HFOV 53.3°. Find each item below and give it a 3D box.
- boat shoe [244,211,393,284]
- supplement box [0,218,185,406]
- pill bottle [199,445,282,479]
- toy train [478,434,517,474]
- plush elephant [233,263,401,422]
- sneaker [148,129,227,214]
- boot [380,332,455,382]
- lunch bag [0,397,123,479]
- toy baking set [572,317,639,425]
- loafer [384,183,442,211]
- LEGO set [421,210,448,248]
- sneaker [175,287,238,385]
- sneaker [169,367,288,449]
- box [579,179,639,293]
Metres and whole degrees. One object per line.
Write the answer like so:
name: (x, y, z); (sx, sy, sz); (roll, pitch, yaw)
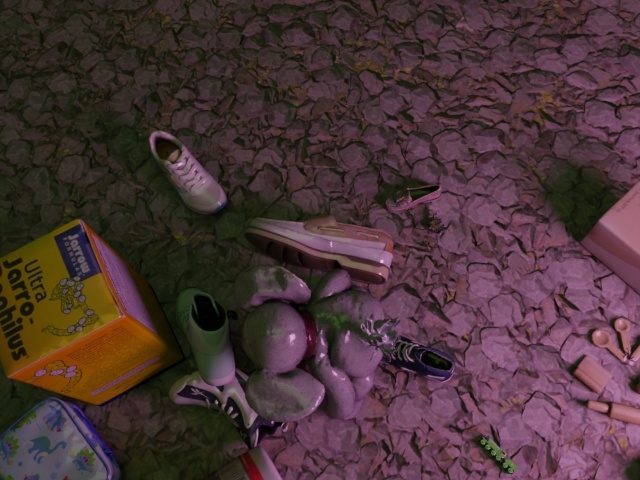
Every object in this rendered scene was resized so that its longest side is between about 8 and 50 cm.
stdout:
boat shoe: (0.000, 0.000, 1.299); (0.302, 0.113, 0.103); (17, 70, -1)
supplement box: (-0.409, 0.146, 1.136); (0.195, 0.356, 0.194); (-29, 69, -7)
pill bottle: (-0.195, 0.499, 1.058); (0.318, 0.176, 0.176); (-28, 69, -15)
toy train: (0.325, 0.391, 1.165); (0.023, 0.017, 0.083); (-37, 70, -20)
plush elephant: (-0.029, 0.172, 1.102); (0.255, 0.330, 0.272); (3, 76, -9)
sneaker: (-0.295, -0.145, 1.381); (0.087, 0.092, 0.228); (-43, 73, -13)
boot: (0.165, 0.210, 1.210); (0.190, 0.086, 0.069); (18, 71, 11)
lunch bag: (-0.484, 0.413, 1.181); (0.176, 0.090, 0.219); (-42, 72, -10)
toy baking set: (0.610, 0.252, 1.189); (0.256, 0.030, 0.197); (17, 71, 11)
loafer: (0.196, -0.096, 1.351); (0.125, 0.039, 0.045); (-15, 69, -1)
LEGO set: (0.235, -0.021, 1.332); (0.054, 0.023, 0.083); (33, 88, 18)
sneaker: (-0.216, 0.132, 1.199); (0.094, 0.151, 0.256); (-12, 36, -20)
sneaker: (-0.164, 0.322, 1.188); (0.234, 0.094, 0.153); (-4, 60, -8)
box: (0.677, 0.044, 1.215); (0.148, 0.121, 0.311); (-42, 71, -12)
